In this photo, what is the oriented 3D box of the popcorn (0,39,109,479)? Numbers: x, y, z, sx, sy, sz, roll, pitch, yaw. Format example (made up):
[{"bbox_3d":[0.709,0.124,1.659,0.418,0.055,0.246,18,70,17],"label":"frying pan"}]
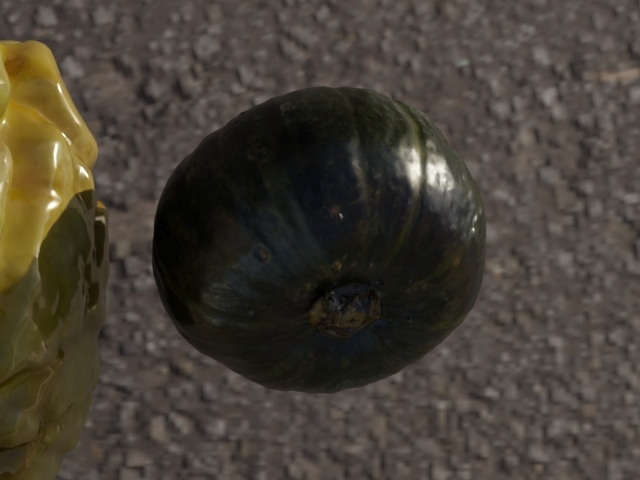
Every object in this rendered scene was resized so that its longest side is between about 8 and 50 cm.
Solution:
[{"bbox_3d":[-0.312,0.023,1.268,0.344,0.354,0.390,6,73,-6],"label":"popcorn"}]

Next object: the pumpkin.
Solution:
[{"bbox_3d":[0.000,0.000,1.261,0.224,0.223,0.157,24,33,-30],"label":"pumpkin"}]
